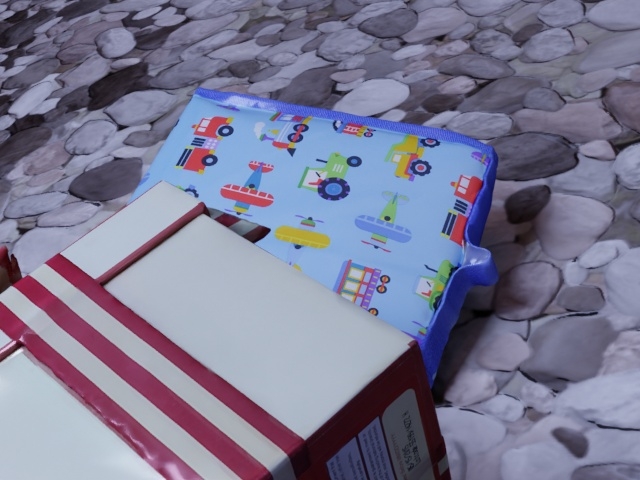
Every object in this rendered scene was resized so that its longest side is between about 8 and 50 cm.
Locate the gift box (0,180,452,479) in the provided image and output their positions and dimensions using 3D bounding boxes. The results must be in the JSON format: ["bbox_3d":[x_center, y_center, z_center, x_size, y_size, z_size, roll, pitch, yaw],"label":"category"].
[{"bbox_3d":[-0.074,0.135,0.659,0.276,0.255,0.258,-36,44,-28],"label":"gift box"}]

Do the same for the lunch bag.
[{"bbox_3d":[0.000,0.000,0.896,0.293,0.138,0.221,5,51,26],"label":"lunch bag"}]
